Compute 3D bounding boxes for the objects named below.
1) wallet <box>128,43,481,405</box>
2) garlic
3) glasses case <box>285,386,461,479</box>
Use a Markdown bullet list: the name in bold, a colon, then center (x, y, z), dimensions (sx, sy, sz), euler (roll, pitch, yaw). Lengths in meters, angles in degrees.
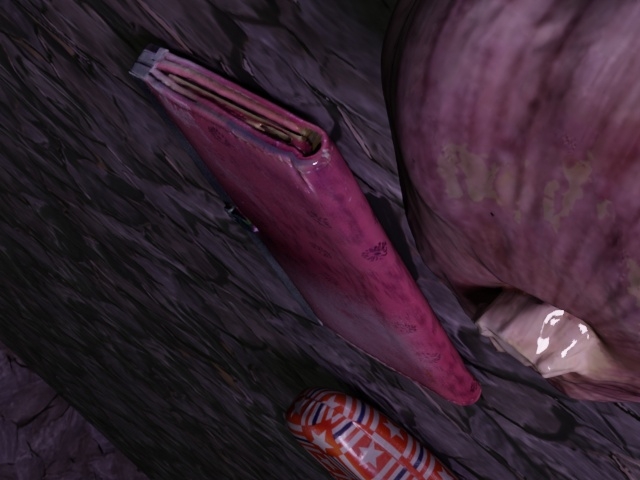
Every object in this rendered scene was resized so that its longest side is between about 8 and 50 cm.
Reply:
- **wallet**: center (0.000, 0.000, 0.840), dimensions (0.119, 0.025, 0.232), euler (28, 163, 35)
- **garlic**: center (0.081, -0.009, 0.449), dimensions (0.159, 0.102, 0.147), euler (41, 164, -11)
- **glasses case**: center (0.060, 0.160, 1.130), dimensions (0.194, 0.049, 0.073), euler (45, 163, -22)
